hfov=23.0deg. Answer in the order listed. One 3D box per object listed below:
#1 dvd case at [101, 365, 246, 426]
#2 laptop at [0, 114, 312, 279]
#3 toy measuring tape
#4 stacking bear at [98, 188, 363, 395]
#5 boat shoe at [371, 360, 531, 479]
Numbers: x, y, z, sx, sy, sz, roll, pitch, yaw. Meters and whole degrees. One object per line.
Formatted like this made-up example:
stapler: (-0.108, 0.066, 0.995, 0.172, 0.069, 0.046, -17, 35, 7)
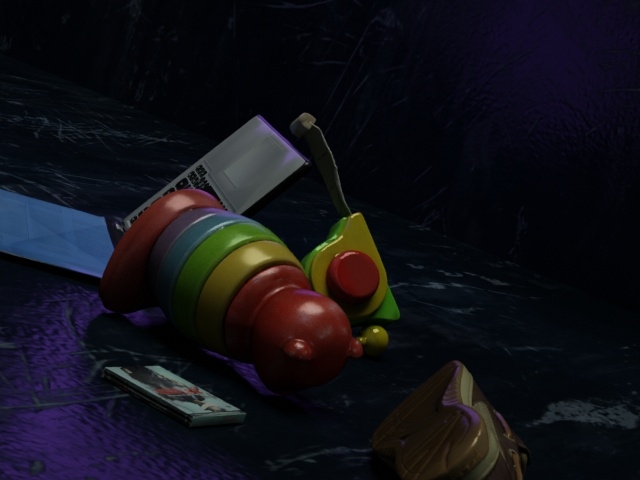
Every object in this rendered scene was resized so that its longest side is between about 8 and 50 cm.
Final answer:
dvd case: (-0.143, 0.151, 1.537, 0.119, 0.013, 0.087, 26, 11, 32)
laptop: (-0.269, -0.090, 2.058, 0.236, 0.408, 0.382, 52, -1, -18)
toy measuring tape: (0.000, 0.000, 2.032, 0.121, 0.330, 0.121, -22, -7, -3)
stacking bear: (-0.081, 0.070, 1.736, 0.175, 0.164, 0.289, 9, 18, -48)
boat shoe: (0.138, 0.212, 1.522, 0.123, 0.123, 0.342, 48, 0, -7)
